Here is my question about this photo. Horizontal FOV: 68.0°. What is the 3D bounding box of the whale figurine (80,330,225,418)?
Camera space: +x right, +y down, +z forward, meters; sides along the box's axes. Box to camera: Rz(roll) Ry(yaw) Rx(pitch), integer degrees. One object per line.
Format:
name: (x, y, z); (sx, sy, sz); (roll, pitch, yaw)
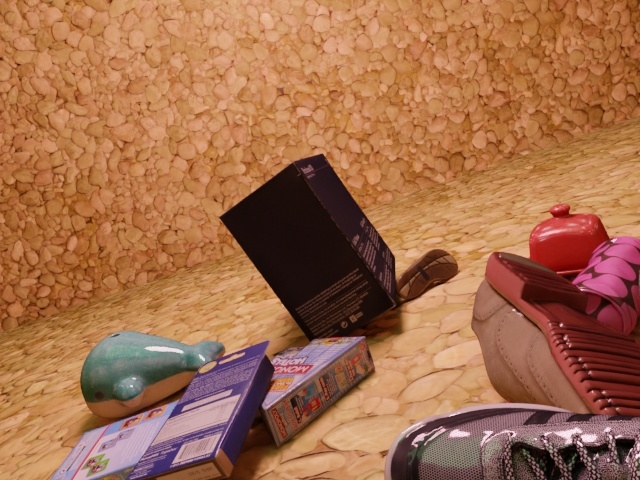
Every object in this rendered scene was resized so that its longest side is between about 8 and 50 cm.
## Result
whale figurine: (-0.328, 0.233, 0.915); (0.271, 0.141, 0.216); (-17, 9, 10)

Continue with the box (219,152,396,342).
box: (0.000, 0.000, 0.995); (0.179, 0.313, 0.343); (-33, 5, 14)

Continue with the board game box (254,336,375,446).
board game box: (-0.049, 0.217, 0.707); (0.194, 0.060, 0.194); (-12, 11, 36)

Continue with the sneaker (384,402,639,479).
sneaker: (0.163, 0.129, 0.261); (0.268, 0.153, 0.101); (-1, 58, 16)

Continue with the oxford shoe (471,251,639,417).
oxford shoe: (0.250, 0.140, 0.483); (0.122, 0.130, 0.348); (15, 22, -6)

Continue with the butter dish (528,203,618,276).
butter dish: (0.444, -0.008, 0.858); (0.160, 0.118, 0.160); (-12, 12, 37)

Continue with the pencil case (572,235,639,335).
pencil case: (0.386, 0.066, 0.647); (0.209, 0.095, 0.098); (-24, -26, -41)

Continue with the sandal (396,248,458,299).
sandal: (0.223, 0.074, 1.027); (0.180, 0.072, 0.049); (-28, -9, -28)

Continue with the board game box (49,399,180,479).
board game box: (-0.273, 0.306, 0.698); (0.211, 0.039, 0.160); (-20, 10, -1)

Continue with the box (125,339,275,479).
box: (-0.141, 0.223, 0.624); (0.136, 0.037, 0.225); (-24, 17, 19)

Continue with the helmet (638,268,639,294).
helmet: (0.410, 0.046, 0.471); (0.169, 0.170, 0.161); (-25, 27, -32)
